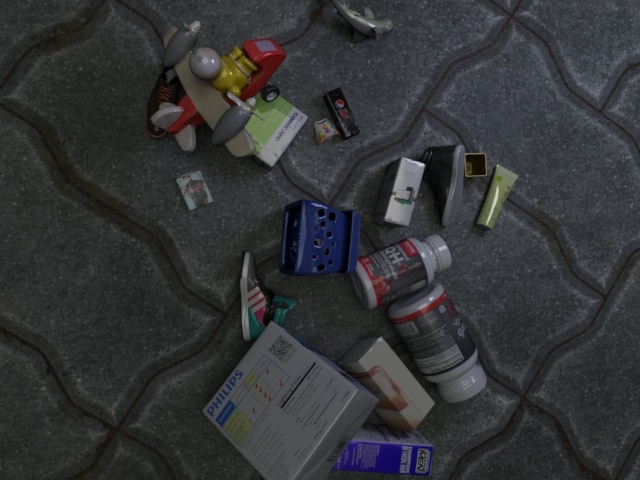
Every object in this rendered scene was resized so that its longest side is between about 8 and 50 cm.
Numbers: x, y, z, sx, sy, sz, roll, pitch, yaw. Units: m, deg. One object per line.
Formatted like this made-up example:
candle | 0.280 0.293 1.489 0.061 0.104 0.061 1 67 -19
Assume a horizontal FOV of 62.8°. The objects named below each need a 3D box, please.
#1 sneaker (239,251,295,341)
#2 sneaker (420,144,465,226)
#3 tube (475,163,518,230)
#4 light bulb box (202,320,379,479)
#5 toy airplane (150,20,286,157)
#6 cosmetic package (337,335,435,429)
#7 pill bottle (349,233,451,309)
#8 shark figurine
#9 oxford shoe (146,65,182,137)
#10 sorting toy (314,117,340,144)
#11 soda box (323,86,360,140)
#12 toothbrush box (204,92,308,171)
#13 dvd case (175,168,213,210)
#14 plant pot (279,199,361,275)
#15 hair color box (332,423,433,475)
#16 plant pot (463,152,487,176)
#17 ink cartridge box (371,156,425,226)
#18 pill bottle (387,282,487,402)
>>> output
sneaker | -0.171 0.180 1.707 0.179 0.124 0.295 -2 97 -5
sneaker | 0.414 -0.198 1.838 0.147 0.105 0.295 15 118 31
tube | 0.631 -0.153 1.888 0.070 0.062 0.240 38 75 -48
light bulb box | -0.088 0.502 1.585 0.361 0.225 0.357 33 82 32
toy airplane | -0.323 -0.440 1.498 0.387 0.272 0.384 12 75 10
cosmetic package | 0.216 0.475 1.742 0.129 0.153 0.296 -41 94 -30
pill bottle | 0.268 0.095 1.759 0.319 0.176 0.176 -22 93 -10
shark figurine | 0.113 -0.742 1.794 0.279 0.116 0.166 22 52 -16
oxford shoe | -0.503 -0.464 1.678 0.097 0.098 0.271 14 86 -9
sorting toy | 0.016 -0.382 1.800 0.083 0.045 0.075 -27 74 -9
soda box | 0.073 -0.434 1.798 0.060 0.053 0.168 -26 94 -10
toothbrush box | -0.218 -0.394 1.714 0.283 0.122 0.206 35 84 -6
dvd case | -0.416 -0.168 1.731 0.087 0.013 0.119 -23 92 -9
plant pot | 0.000 0.000 1.695 0.212 0.236 0.235 5 88 -17
hair color box | 0.177 0.682 1.728 0.339 0.185 0.109 6 88 -9
plant pot | 0.532 -0.262 1.858 0.081 0.083 0.081 -3 90 -10
ink cartridge box | 0.260 -0.156 1.772 0.093 0.160 0.219 16 87 -9
pill bottle | 0.396 0.342 1.760 0.210 0.210 0.362 -30 95 -9
